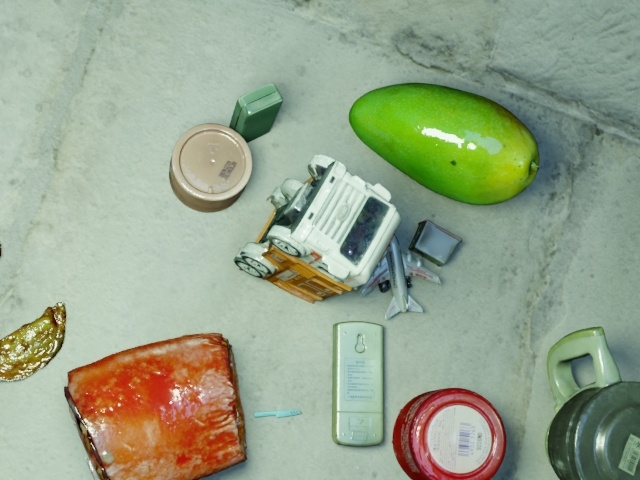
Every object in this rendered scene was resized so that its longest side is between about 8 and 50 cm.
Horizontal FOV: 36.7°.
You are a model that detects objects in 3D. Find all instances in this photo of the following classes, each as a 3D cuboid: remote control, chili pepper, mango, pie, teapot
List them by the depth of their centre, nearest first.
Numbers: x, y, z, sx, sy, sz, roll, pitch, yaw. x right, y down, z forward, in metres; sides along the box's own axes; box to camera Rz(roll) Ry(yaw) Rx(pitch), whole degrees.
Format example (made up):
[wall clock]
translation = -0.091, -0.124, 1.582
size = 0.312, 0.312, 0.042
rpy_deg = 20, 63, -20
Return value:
[chili pepper]
translation = -0.261, 0.299, 1.640
size = 0.305, 0.229, 0.251
rpy_deg = -17, 66, -14
[pie]
translation = -0.518, 0.190, 1.705
size = 0.191, 0.033, 0.088
rpy_deg = -33, 91, -17
[teapot]
translation = 0.498, 0.350, 1.786
size = 0.239, 0.239, 0.321
rpy_deg = -42, 94, -18
[remote control]
translation = 0.070, 0.268, 1.813
size = 0.098, 0.038, 0.233
rpy_deg = 3, 77, -12
[mango]
translation = 0.234, -0.192, 1.856
size = 0.382, 0.225, 0.201
rpy_deg = 19, 91, 12

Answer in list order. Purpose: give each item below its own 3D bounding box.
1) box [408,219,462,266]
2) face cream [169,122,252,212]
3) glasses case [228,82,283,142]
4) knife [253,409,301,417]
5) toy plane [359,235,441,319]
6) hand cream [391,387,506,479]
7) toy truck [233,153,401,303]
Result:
[box]
translation = 0.222, 0.007, 1.891
size = 0.085, 0.060, 0.063
rpy_deg = 29, 79, -6
[face cream]
translation = -0.206, -0.134, 1.801
size = 0.149, 0.104, 0.149
rpy_deg = 2, 78, -11
[glasses case]
translation = -0.123, -0.232, 1.798
size = 0.078, 0.184, 0.039
rpy_deg = -27, 84, -16
[knife]
translation = -0.079, 0.321, 1.786
size = 0.091, 0.005, 0.014
rpy_deg = -2, 78, -13
[toy plane]
translation = 0.145, 0.061, 1.858
size = 0.162, 0.065, 0.171
rpy_deg = -10, 79, -13
[hand cream]
translation = 0.237, 0.368, 1.785
size = 0.193, 0.125, 0.193
rpy_deg = 2, 79, -10
[toy truck]
translation = 0.000, 0.000, 1.678
size = 0.207, 0.387, 0.173
rpy_deg = 32, 74, -10
